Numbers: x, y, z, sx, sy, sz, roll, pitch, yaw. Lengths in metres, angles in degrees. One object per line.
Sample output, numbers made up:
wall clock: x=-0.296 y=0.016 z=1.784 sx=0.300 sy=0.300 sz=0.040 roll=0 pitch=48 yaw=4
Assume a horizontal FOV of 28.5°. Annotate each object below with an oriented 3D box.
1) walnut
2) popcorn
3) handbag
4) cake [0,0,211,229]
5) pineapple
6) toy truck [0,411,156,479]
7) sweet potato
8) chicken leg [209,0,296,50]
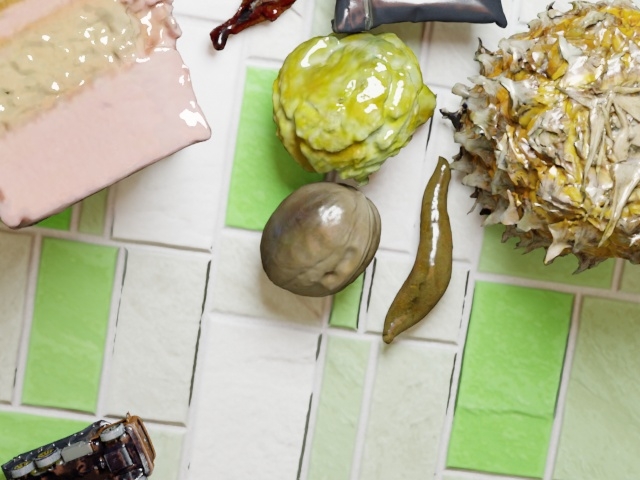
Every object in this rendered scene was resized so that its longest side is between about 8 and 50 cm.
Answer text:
walnut: x=-0.001 y=-0.001 z=1.554 sx=0.140 sy=0.140 sz=0.162 roll=33 pitch=108 yaw=-8
popcorn: x=0.048 y=-0.164 z=1.533 sx=0.198 sy=0.212 sz=0.198 roll=3 pitch=95 yaw=38
handbag: x=0.106 y=-0.364 z=1.532 sx=0.211 sy=0.089 sz=0.254 roll=-4 pitch=71 yaw=-6
cake: x=-0.295 y=-0.196 z=1.426 sx=0.293 sy=0.314 sz=0.307 roll=-24 pitch=96 yaw=-4
pineapple: x=0.325 y=-0.125 z=1.497 sx=0.352 sy=0.300 sz=0.352 roll=0 pitch=94 yaw=-3
toy truck: x=-0.302 y=0.285 z=1.586 sx=0.192 sy=0.092 sz=0.083 roll=-22 pitch=97 yaw=5
sweet potato: x=0.141 y=0.018 z=1.612 sx=0.069 sy=0.059 sz=0.249 roll=17 pitch=94 yaw=30
chicken leg: x=-0.063 y=-0.327 z=1.561 sx=0.089 sy=0.048 sz=0.219 roll=21 pitch=94 yaw=-4
